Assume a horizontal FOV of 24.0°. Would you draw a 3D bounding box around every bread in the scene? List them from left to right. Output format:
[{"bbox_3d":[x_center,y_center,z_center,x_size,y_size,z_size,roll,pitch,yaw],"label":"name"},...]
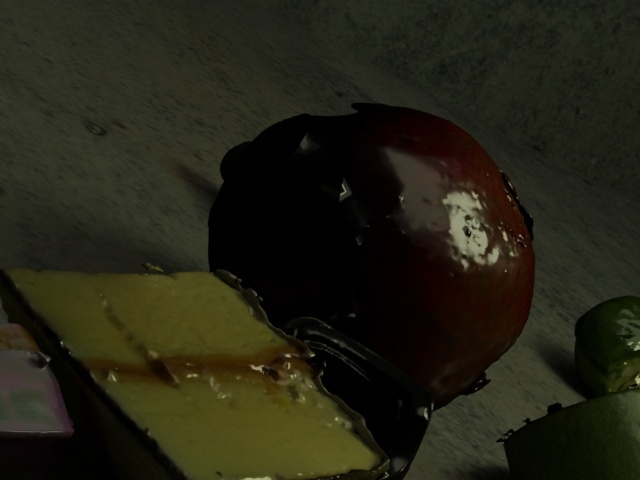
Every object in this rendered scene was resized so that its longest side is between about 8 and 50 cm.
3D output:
[{"bbox_3d":[-0.078,0.086,1.011,0.178,0.135,0.240,-31,54,-24],"label":"bread"}]

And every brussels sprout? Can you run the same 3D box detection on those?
[{"bbox_3d":[0.401,0.146,1.913,0.183,0.131,0.145,18,26,-30],"label":"brussels sprout"}]

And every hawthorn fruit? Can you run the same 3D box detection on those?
[{"bbox_3d":[0.041,0.013,1.340,0.316,0.316,0.316,30,15,-9],"label":"hawthorn fruit"}]

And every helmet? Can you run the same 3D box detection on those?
[{"bbox_3d":[-0.008,0.155,1.121,0.153,0.107,0.177,34,51,25],"label":"helmet"}]

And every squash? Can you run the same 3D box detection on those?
[{"bbox_3d":[0.288,0.275,1.374,0.189,0.189,0.260,12,54,-53],"label":"squash"}]

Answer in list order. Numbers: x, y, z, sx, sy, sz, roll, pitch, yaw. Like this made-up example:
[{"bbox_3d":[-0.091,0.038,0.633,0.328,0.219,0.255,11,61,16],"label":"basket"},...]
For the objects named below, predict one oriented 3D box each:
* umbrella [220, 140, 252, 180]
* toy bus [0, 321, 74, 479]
[{"bbox_3d":[0.005,-0.004,1.638,0.106,0.113,0.357,20,17,-43],"label":"umbrella"},{"bbox_3d":[-0.271,0.088,0.854,0.274,0.090,0.112,12,31,-50],"label":"toy bus"}]
